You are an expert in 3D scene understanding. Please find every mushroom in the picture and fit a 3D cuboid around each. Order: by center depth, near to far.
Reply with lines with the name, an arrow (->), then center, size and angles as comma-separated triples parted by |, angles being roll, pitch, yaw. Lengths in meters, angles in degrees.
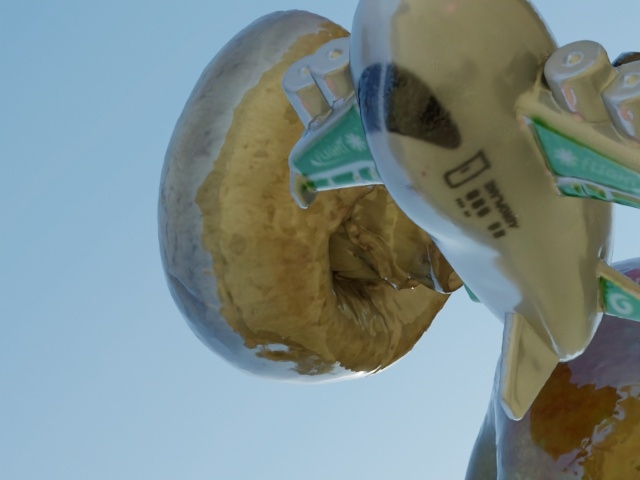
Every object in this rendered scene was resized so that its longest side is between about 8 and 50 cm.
mushroom -> 0.000, 0.000, 1.178 | 0.189, 0.195, 0.253 | -57, -36, -18

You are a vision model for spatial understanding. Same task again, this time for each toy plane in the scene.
toy plane -> 0.059, -0.022, 0.651 | 0.080, 0.174, 0.174 | -51, -55, -33

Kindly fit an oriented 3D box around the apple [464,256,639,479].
apple -> 0.271, 0.205, 1.320 | 0.334, 0.400, 0.400 | 10, -83, 2
